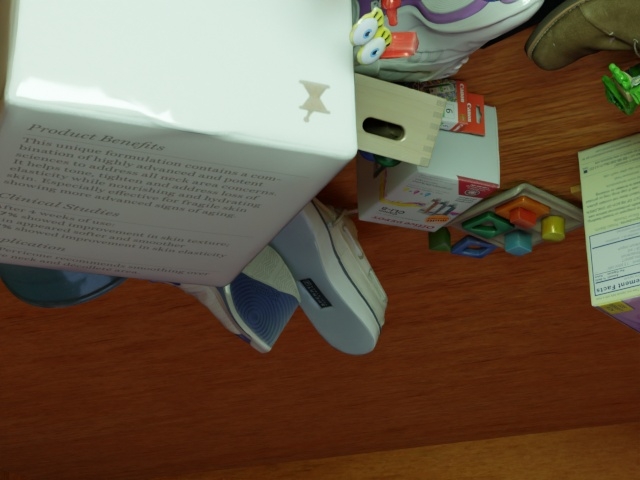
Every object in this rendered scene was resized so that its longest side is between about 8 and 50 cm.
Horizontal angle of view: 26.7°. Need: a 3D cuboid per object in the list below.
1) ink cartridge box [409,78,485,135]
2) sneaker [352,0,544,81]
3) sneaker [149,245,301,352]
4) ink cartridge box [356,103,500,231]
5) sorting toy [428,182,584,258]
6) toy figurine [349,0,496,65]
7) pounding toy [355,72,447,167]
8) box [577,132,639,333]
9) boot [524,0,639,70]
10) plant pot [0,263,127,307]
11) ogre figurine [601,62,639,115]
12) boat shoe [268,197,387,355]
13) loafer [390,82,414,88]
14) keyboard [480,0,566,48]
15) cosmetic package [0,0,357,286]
[{"bbox_3d":[0.167,-0.176,1.744,0.115,0.062,0.029,8,158,-20],"label":"ink cartridge box"},{"bbox_3d":[0.140,-0.252,1.518,0.305,0.114,0.152,-9,159,43],"label":"sneaker"},{"bbox_3d":[-0.186,0.032,2.046,0.315,0.127,0.182,44,155,-16],"label":"sneaker"},{"bbox_3d":[0.142,-0.105,1.831,0.128,0.127,0.176,9,156,-23],"label":"ink cartridge box"},{"bbox_3d":[0.319,-0.022,2.138,0.196,0.047,0.348,17,152,-35],"label":"sorting toy"},{"bbox_3d":[0.120,-0.318,1.140,0.217,0.191,0.362,1,143,17],"label":"toy figurine"},{"bbox_3d":[0.022,-0.152,1.585,0.181,0.094,0.206,14,-175,-16],"label":"pounding toy"},{"bbox_3d":[0.480,-0.001,1.940,0.117,0.243,0.213,-16,152,34],"label":"box"},{"bbox_3d":[0.356,-0.238,1.507,0.112,0.115,0.305,-12,172,-42],"label":"boot"},{"bbox_3d":[-0.356,-0.097,1.699,0.272,0.271,0.255,-9,141,20],"label":"plant pot"},{"bbox_3d":[0.408,-0.202,1.617,0.118,0.097,0.197,-31,164,4],"label":"ogre figurine"},{"bbox_3d":[0.008,0.000,2.085,0.136,0.156,0.367,-12,126,36],"label":"boat shoe"},{"bbox_3d":[0.070,-0.198,1.713,0.170,0.062,0.061,-19,174,43],"label":"loafer"},{"bbox_3d":[0.220,-0.274,1.565,0.180,0.023,0.108,-22,155,40],"label":"keyboard"},{"bbox_3d":[-0.186,-0.176,1.396,0.329,0.327,0.394,8,157,-21],"label":"cosmetic package"}]
